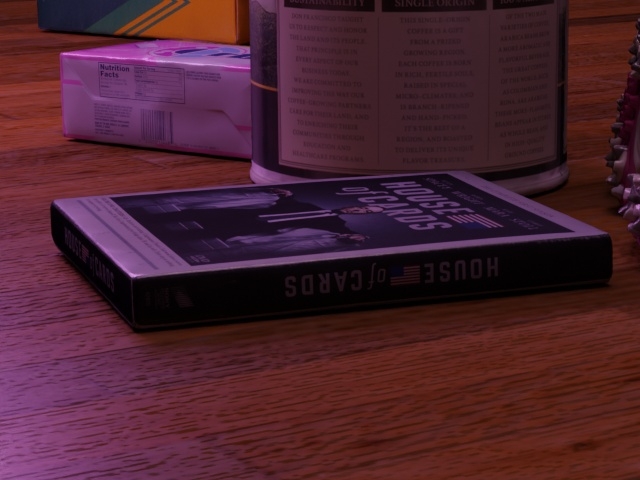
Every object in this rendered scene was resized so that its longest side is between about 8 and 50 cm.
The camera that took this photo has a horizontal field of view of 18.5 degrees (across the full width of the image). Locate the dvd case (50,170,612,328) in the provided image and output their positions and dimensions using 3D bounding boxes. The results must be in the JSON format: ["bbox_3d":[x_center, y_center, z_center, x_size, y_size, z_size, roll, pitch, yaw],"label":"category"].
[{"bbox_3d":[0.000,0.000,0.987,0.239,0.029,0.179,-6,14,-19],"label":"dvd case"}]

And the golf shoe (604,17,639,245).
[{"bbox_3d":[0.233,-0.054,1.082,0.140,0.115,0.306,10,19,1],"label":"golf shoe"}]

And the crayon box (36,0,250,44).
[{"bbox_3d":[-0.110,-0.257,2.039,0.323,0.083,0.203,8,15,36],"label":"crayon box"}]

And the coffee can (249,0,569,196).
[{"bbox_3d":[0.054,-0.174,1.200,0.202,0.275,0.201,0,12,0],"label":"coffee can"}]

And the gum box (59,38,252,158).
[{"bbox_3d":[-0.084,-0.101,1.371,0.188,0.062,0.107,8,15,35],"label":"gum box"}]
